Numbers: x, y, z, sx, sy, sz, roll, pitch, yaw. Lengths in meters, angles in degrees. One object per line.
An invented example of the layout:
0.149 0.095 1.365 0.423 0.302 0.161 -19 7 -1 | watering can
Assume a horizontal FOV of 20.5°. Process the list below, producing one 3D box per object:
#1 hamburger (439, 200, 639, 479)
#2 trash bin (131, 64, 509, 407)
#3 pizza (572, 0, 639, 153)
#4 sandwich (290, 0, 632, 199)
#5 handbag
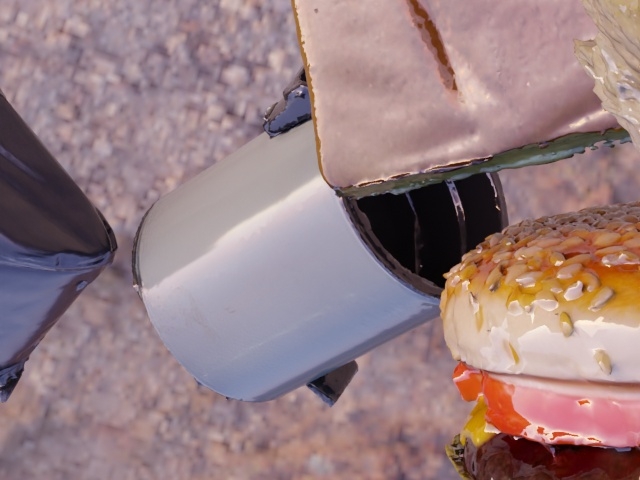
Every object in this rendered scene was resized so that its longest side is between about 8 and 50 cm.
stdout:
0.234 0.097 1.124 0.330 0.330 0.250 -2 103 19 | hamburger
0.000 0.000 1.553 0.262 0.217 0.277 -28 108 40 | trash bin
0.157 -0.061 0.758 0.034 0.262 0.181 -33 142 -6 | pizza
0.100 -0.147 1.027 0.245 0.212 0.063 -12 177 22 | sandwich
-0.354 0.011 1.620 0.275 0.178 0.302 52 138 4 | handbag
